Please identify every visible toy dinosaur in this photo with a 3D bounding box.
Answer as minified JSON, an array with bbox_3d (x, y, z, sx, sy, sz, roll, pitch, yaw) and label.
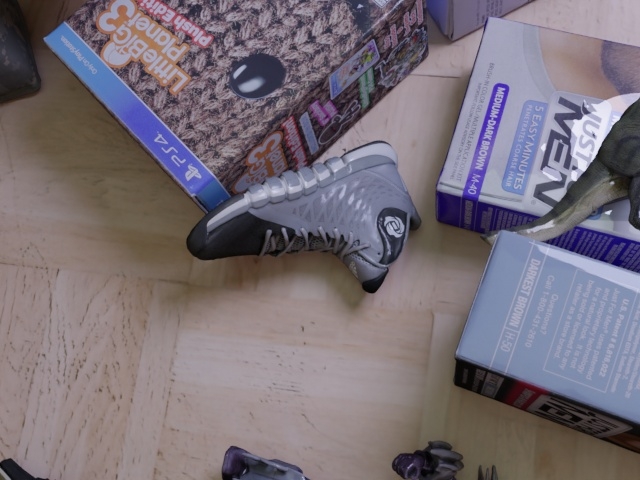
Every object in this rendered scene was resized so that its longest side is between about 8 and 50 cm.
[{"bbox_3d":[0.268,-0.058,0.706,0.268,0.064,0.118,-45,59,-4],"label":"toy dinosaur"}]

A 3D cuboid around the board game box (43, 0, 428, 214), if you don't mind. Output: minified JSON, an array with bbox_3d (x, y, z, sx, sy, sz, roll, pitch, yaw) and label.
[{"bbox_3d":[-0.075,-0.193,0.862,0.291,0.141,0.232,-44,73,-5],"label":"board game box"}]

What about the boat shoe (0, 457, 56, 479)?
[{"bbox_3d":[-0.259,0.250,0.820,0.133,0.049,0.042,33,54,22],"label":"boat shoe"}]

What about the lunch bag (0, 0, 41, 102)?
[{"bbox_3d":[-0.443,-0.295,0.896,0.169,0.235,0.286,-22,73,5],"label":"lunch bag"}]

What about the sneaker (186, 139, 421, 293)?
[{"bbox_3d":[0.000,0.000,0.806,0.229,0.086,0.132,-24,80,-20],"label":"sneaker"}]

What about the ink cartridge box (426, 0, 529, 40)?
[{"bbox_3d":[0.195,-0.344,0.884,0.237,0.100,0.171,-27,72,0],"label":"ink cartridge box"}]

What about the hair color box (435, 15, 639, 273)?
[{"bbox_3d":[0.293,-0.072,0.792,0.339,0.110,0.185,15,76,11],"label":"hair color box"}]

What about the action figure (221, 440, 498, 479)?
[{"bbox_3d":[0.046,0.260,0.743,0.285,0.099,0.185,10,67,7],"label":"action figure"}]

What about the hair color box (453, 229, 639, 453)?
[{"bbox_3d":[0.302,0.122,0.693,0.375,0.185,0.113,19,78,13],"label":"hair color box"}]
